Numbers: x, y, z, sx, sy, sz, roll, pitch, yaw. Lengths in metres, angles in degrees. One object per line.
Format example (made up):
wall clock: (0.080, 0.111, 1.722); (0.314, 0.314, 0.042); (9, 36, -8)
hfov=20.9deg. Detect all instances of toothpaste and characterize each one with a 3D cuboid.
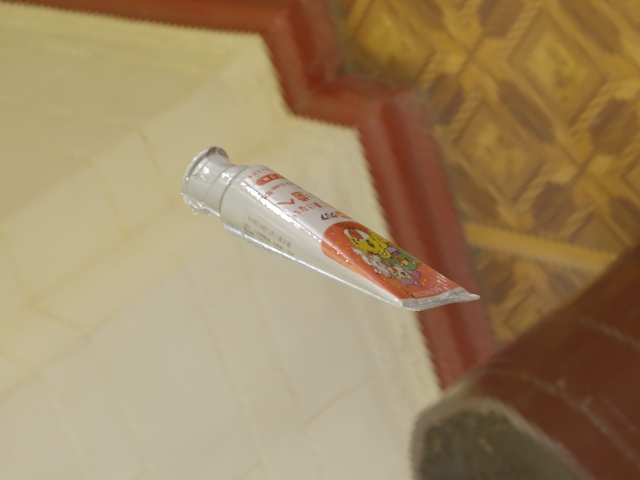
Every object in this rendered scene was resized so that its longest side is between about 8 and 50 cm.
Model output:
toothpaste: (0.000, 0.000, 1.258); (0.234, 0.089, 0.057); (29, 111, 30)
